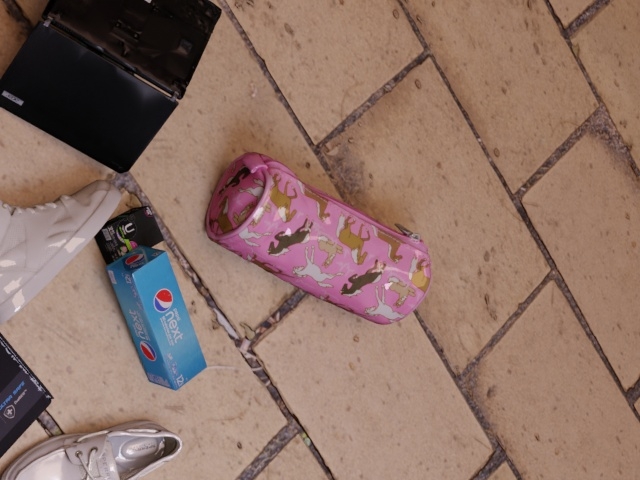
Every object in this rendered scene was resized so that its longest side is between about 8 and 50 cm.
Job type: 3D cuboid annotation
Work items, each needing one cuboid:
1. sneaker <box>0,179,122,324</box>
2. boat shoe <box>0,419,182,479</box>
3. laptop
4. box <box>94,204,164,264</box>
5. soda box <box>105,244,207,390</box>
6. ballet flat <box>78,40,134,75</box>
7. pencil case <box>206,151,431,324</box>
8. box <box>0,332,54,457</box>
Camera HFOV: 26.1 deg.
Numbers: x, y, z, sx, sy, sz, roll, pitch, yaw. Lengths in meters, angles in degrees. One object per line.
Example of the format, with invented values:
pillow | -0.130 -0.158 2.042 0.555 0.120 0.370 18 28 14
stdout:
sneaker | -0.417 -0.034 1.964 0.169 0.108 0.292 49 49 -12
boat shoe | -0.325 0.321 1.998 0.277 0.096 0.098 -18 96 -37
laptop | -0.313 -0.276 2.032 0.234 0.136 0.264 30 66 -21
box | -0.291 -0.008 2.090 0.083 0.052 0.062 -30 104 -36
soda box | -0.244 0.116 2.071 0.071 0.067 0.210 -36 123 -35
ballet flat | -0.330 -0.327 2.076 0.083 0.087 0.247 -18 95 -37
pencil case | 0.000 0.000 2.245 0.386 0.160 0.167 26 70 -31
box | -0.549 0.210 1.845 0.295 0.073 0.293 -48 119 -31
